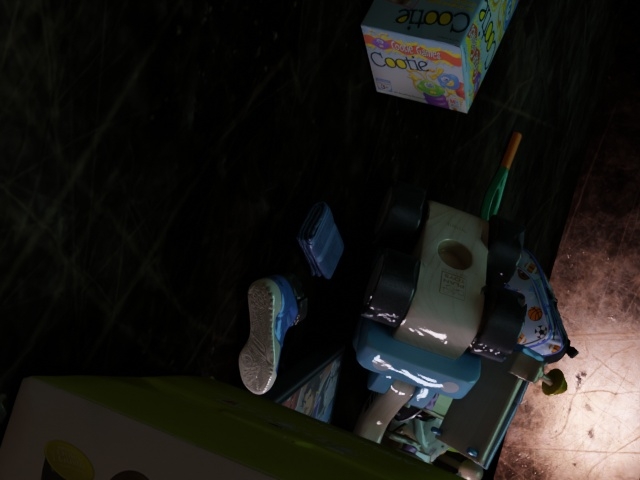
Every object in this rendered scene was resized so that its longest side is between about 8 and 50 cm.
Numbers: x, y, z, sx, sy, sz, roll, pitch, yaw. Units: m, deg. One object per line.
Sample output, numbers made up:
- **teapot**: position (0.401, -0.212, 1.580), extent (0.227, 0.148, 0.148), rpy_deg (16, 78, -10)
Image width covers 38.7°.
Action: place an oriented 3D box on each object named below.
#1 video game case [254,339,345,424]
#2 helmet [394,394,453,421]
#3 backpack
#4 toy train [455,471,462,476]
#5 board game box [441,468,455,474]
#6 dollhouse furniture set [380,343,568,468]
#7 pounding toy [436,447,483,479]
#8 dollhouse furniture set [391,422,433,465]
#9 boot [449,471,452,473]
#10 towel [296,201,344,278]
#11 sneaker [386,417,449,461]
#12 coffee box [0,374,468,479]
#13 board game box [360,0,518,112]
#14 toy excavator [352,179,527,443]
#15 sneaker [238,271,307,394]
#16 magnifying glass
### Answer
- **video game case**: position (-0.051, 0.300, 1.316), extent (0.275, 0.035, 0.248), rpy_deg (-26, 130, -61)
- **helmet**: position (0.191, 0.261, 1.700), extent (0.161, 0.169, 0.170), rpy_deg (18, 88, -24)
- **backpack**: position (0.380, 0.145, 1.945), extent (0.213, 0.276, 0.264), rpy_deg (55, 22, -65)
- **toy train**: position (0.160, 0.439, 1.510), extent (0.166, 0.046, 0.125), rpy_deg (-20, 169, -17)
- **board game box**: position (0.275, 0.660, 2.003), extent (0.086, 0.301, 0.308), rpy_deg (-38, 140, -55)
- **dollhouse furniture set**: position (0.270, 0.312, 1.485), extent (0.198, 0.303, 0.287), rpy_deg (29, 83, -23)
- **pounding toy**: position (0.241, 0.409, 1.928), extent (0.110, 0.183, 0.237), rpy_deg (-28, 115, -32)
- **dollhouse furniture set**: position (0.137, 0.429, 1.615), extent (0.151, 0.144, 0.123), rpy_deg (-31, 178, -9)
- **boot**: position (0.152, 0.551, 1.747), extent (0.095, 0.203, 0.262), rpy_deg (-102, -166, -69)
- **towel**: position (0.000, 0.000, 1.225), extent (0.067, 0.029, 0.119), rpy_deg (-64, 156, -21)
- **sneaker**: position (0.189, 0.421, 1.811), extent (0.114, 0.152, 0.305), rpy_deg (-69, 175, -84)
- **coffee box**: position (-0.091, 0.329, 0.836), extent (0.338, 0.337, 0.335), rpy_deg (23, 84, -68)
- **board game box**: position (0.183, -0.338, 1.258), extent (0.275, 0.144, 0.142), rpy_deg (-63, 157, -22)
- **toy excavator**: position (0.128, 0.201, 1.430), extent (0.445, 0.222, 0.433), rpy_deg (113, -7, -47)
- **sneaker**: position (-0.054, 0.113, 1.138), extent (0.084, 0.058, 0.152), rpy_deg (-18, 116, -54)
- **magnifying glass**: position (0.424, -0.146, 2.136), extent (0.231, 0.026, 0.092), rpy_deg (-69, 158, -11)
